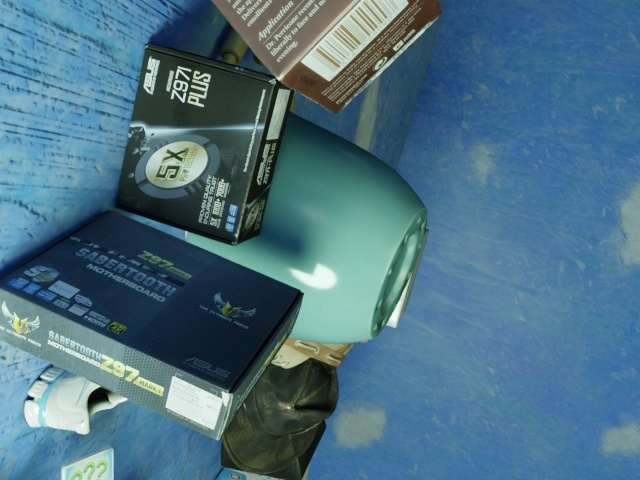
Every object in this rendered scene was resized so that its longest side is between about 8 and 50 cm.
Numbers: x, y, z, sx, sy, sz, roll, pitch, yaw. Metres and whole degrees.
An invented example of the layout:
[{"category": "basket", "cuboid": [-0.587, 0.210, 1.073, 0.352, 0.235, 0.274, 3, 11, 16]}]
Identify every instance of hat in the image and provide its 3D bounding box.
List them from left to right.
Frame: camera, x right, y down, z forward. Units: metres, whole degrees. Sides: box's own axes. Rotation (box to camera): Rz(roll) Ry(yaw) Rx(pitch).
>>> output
[{"category": "hat", "cuboid": [-0.050, 0.293, 1.352, 0.331, 0.133, 0.332, 10, 77, -52]}]

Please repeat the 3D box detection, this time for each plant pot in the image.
[{"category": "plant pot", "cuboid": [-0.107, 0.383, 1.529, 0.188, 0.187, 0.167, -54, 145, -57]}, {"category": "plant pot", "cuboid": [0.000, 0.000, 0.923, 0.293, 0.235, 0.293, -56, 159, -34]}]

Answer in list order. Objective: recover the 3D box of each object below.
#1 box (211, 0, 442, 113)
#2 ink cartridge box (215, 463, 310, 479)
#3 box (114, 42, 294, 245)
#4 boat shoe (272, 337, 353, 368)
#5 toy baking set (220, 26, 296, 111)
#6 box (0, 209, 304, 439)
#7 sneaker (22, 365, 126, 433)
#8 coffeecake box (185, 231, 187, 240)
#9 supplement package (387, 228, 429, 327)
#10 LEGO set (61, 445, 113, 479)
[{"category": "box", "cuboid": [-0.011, -0.272, 0.726, 0.168, 0.203, 0.167, -41, 165, 16]}, {"category": "ink cartridge box", "cuboid": [-0.142, 0.590, 1.652, 0.232, 0.171, 0.168, -45, 150, -68]}, {"category": "box", "cuboid": [-0.124, -0.104, 0.759, 0.077, 0.147, 0.180, -33, 140, -73]}, {"category": "boat shoe", "cuboid": [-0.059, 0.166, 1.219, 0.324, 0.123, 0.117, 15, 87, -38]}, {"category": "toy baking set", "cuboid": [-0.072, -0.240, 0.977, 0.197, 0.030, 0.256, 56, 46, -54]}, {"category": "box", "cuboid": [-0.153, 0.065, 0.657, 0.183, 0.232, 0.059, -50, 161, -61]}, {"category": "sneaker", "cuboid": [-0.233, 0.139, 0.773, 0.191, 0.082, 0.071, -62, 163, -47]}, {"category": "coffeecake box", "cuboid": [-0.123, -0.072, 1.013, 0.185, 0.068, 0.142, -59, 163, -48]}, {"category": "supplement package", "cuboid": [0.045, 0.029, 1.387, 0.175, 0.292, 0.178, -31, 137, -73]}, {"category": "LEGO set", "cuboid": [-0.287, 0.335, 0.720, 0.244, 0.060, 0.183, -2, 93, -62]}]
